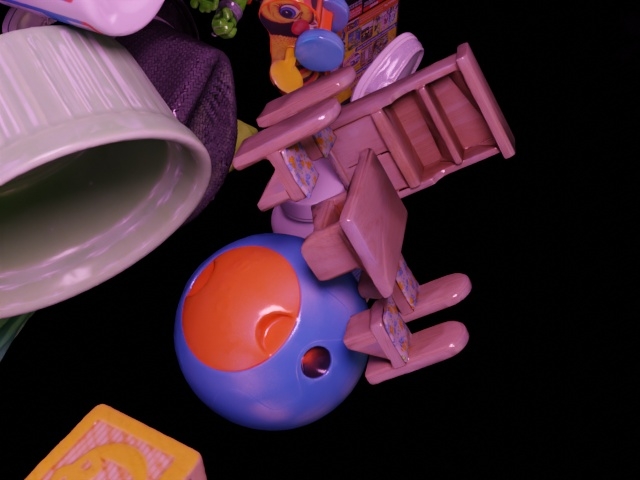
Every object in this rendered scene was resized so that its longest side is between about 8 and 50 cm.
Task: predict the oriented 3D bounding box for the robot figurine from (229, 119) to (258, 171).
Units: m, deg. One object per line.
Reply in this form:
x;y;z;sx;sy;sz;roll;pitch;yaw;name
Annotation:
-0.137;-0.129;1.422;0.115;0.067;0.101;-39;149;-46;robot figurine

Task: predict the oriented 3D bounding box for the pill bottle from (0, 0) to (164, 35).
-0.254;-0.269;0.923;0.124;0.221;0.124;-43;144;-42;pill bottle

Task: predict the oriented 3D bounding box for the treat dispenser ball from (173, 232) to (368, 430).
-0.069;0.133;1.486;0.288;0.288;0.288;-42;143;-43;treat dispenser ball

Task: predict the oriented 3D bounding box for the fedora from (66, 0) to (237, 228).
-0.194;-0.132;1.215;0.334;0.152;0.334;-43;144;-43;fedora

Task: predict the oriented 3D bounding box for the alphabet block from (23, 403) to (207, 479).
-0.275;0.380;1.385;0.193;0.192;0.197;-49;149;-39;alphabet block

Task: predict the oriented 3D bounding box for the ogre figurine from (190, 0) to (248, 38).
-0.125;-0.356;1.241;0.197;0.097;0.118;55;39;-6;ogre figurine

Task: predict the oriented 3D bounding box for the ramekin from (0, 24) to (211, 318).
-0.272;-0.065;0.975;0.303;0.148;0.303;-28;162;-10;ramekin

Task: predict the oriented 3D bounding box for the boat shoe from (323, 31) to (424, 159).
0.096;-0.196;1.720;0.320;0.103;0.118;-61;165;8;boat shoe

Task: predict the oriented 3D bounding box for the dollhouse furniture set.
0.116;-0.084;1.389;0.362;0.256;0.394;59;22;-20;dollhouse furniture set

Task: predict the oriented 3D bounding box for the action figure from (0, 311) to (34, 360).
-0.373;0.088;1.129;0.232;0.063;0.137;-55;149;-19;action figure

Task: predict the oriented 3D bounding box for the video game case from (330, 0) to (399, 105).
0.053;-0.354;1.664;0.275;0.035;0.248;-41;142;-46;video game case

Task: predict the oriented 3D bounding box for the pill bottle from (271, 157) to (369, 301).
0.000;0.000;1.680;0.152;0.152;0.272;-51;148;-33;pill bottle

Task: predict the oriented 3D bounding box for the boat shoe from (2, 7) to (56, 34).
-0.294;-0.244;1.076;0.100;0.035;0.035;-52;149;-33;boat shoe

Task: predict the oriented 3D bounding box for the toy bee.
-0.036;-0.318;1.430;0.195;0.162;0.298;-86;-169;-54;toy bee
